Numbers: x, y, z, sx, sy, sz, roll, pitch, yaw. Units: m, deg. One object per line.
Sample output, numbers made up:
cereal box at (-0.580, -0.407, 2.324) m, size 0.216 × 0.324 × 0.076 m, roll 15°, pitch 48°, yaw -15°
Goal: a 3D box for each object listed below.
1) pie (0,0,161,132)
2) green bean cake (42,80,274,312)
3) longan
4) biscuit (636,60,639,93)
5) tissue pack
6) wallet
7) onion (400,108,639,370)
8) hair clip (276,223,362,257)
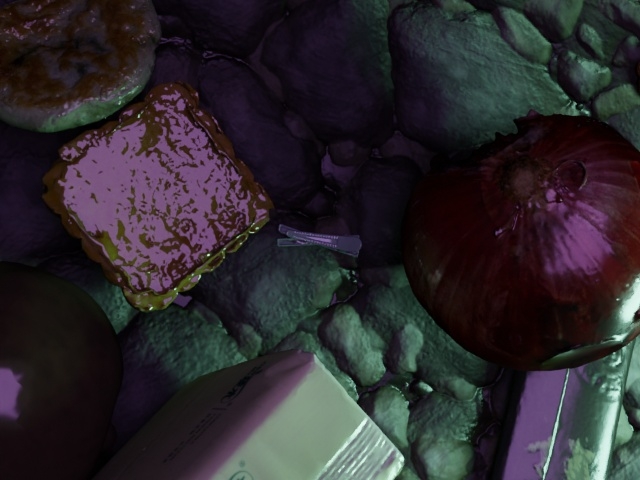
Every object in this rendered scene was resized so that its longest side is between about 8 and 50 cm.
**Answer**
pie at (-0.306, -0.229, 1.506) m, size 0.241 × 0.054 × 0.240 m, roll -3°, pitch 57°, yaw 4°
green bean cake at (-0.200, -0.053, 1.537) m, size 0.230 × 0.131 × 0.224 m, roll -39°, pitch 95°, yaw -14°
longan at (-0.352, 0.171, 1.387) m, size 0.297 × 0.297 × 0.297 m, roll 2°, pitch 84°, yaw -17°
biscuit at (0.492, -0.236, 1.832) m, size 0.078 × 0.015 × 0.091 m, roll 28°, pitch 77°, yaw -12°
tissue pack at (-0.135, 0.317, 1.400) m, size 0.207 × 0.297 × 0.380 m, roll 51°, pitch 58°, yaw -12°
wallet at (0.334, 0.241, 1.722) m, size 0.170 × 0.044 × 0.321 m, roll 16°, pitch 81°, yaw -17°
onion at (0.280, 0.007, 1.566) m, size 0.341 × 0.341 × 0.341 m, roll 2°, pitch 84°, yaw -17°
hair clip at (0.000, -0.001, 1.643) m, size 0.115 × 0.039 × 0.030 m, roll 6°, pitch 78°, yaw -15°
